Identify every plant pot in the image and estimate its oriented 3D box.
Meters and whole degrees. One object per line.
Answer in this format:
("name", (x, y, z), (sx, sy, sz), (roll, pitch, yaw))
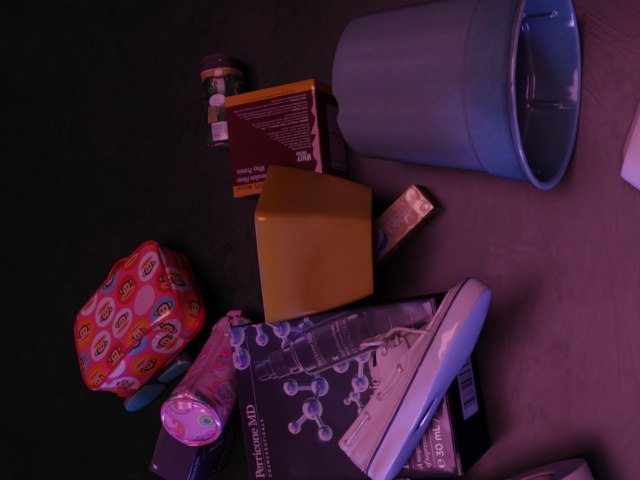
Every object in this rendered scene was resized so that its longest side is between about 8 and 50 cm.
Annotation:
("plant pot", (0.221, -0.262, 1.438), (0.334, 0.341, 0.341), (5, 92, 31))
("plant pot", (0.000, 0.000, 1.503), (0.187, 0.212, 0.212), (-2, 118, 5))

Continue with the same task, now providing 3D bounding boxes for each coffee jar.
("coffee jar", (-0.190, -0.277, 1.730), (0.079, 0.096, 0.184), (-6, 87, 21))

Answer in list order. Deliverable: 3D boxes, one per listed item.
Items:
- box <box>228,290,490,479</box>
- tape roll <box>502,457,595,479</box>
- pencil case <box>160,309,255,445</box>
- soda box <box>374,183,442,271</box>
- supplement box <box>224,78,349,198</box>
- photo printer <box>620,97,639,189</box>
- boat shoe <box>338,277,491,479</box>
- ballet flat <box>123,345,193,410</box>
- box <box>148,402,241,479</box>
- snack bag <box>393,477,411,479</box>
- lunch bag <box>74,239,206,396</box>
("box", (0.070, 0.263, 1.550), (0.396, 0.212, 0.293), (-11, 86, 24))
("tape roll", (0.352, 0.478, 1.405), (0.246, 0.246, 0.169), (-28, 78, 21))
("pencil case", (-0.196, 0.253, 1.627), (0.124, 0.284, 0.124), (8, 123, 13))
("soda box", (0.136, -0.021, 1.604), (0.181, 0.058, 0.061), (-45, 73, 18))
("supplement box", (-0.063, -0.186, 1.654), (0.191, 0.129, 0.194), (-8, 86, 24))
("photo printer", (0.629, -0.193, 1.359), (0.256, 0.107, 0.307), (21, 98, 23))
("boat shoe", (0.124, 0.194, 1.350), (0.156, 0.136, 0.367), (33, 113, 23))
("ballet flat", (-0.343, 0.279, 1.815), (0.203, 0.074, 0.074), (-40, 75, 23))
("box", (-0.241, 0.386, 1.716), (0.093, 0.158, 0.156), (21, 99, 23))
("snack bag", (0.052, 0.561, 1.475), (0.343, 0.037, 0.323), (-19, 98, 19))
("lunch bag", (-0.383, 0.148, 1.778), (0.293, 0.120, 0.258), (-43, 49, 18))
